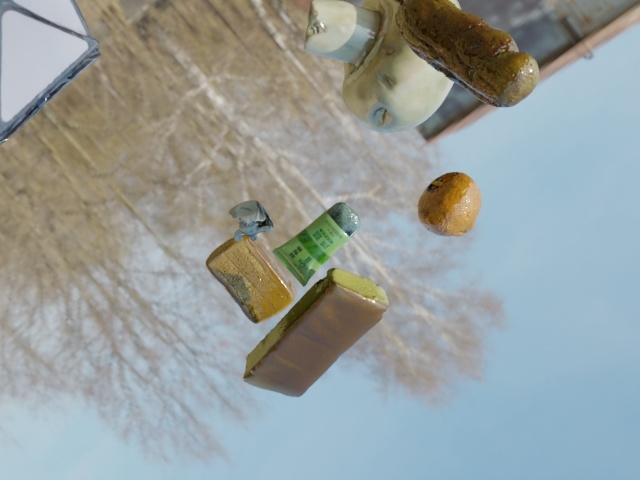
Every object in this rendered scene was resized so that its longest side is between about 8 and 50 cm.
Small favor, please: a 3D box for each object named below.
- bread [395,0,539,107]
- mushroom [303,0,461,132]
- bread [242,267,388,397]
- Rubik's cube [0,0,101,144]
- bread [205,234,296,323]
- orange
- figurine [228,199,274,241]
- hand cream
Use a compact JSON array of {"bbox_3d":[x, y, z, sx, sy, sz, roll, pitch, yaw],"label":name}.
[{"bbox_3d":[0.234,-0.350,1.826,0.084,0.344,0.124,-3,128,-57],"label":"bread"},{"bbox_3d":[0.147,-0.411,2.285,0.353,0.353,0.325,-39,172,6],"label":"mushroom"},{"bbox_3d":[-0.012,0.188,2.078,0.361,0.138,0.077,-48,-150,38],"label":"bread"},{"bbox_3d":[-0.537,-0.288,1.408,0.307,0.305,0.310,-6,-149,28],"label":"Rubik's cube"},{"bbox_3d":[-0.146,0.076,2.195,0.116,0.200,0.077,-33,-160,13],"label":"bread"},{"bbox_3d":[0.255,-0.067,2.037,0.136,0.117,0.135,-30,-154,16],"label":"orange"},{"bbox_3d":[-0.137,-0.035,2.092,0.094,0.086,0.082,15,-137,22],"label":"figurine"},{"bbox_3d":[0.000,0.000,2.019,0.175,0.095,0.046,-41,-178,8],"label":"hand cream"}]
